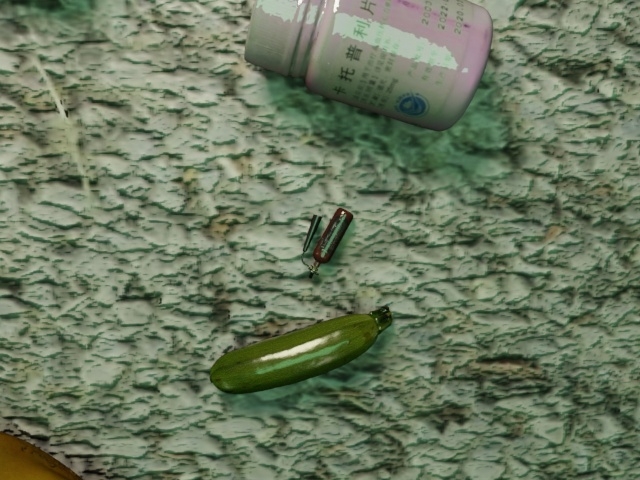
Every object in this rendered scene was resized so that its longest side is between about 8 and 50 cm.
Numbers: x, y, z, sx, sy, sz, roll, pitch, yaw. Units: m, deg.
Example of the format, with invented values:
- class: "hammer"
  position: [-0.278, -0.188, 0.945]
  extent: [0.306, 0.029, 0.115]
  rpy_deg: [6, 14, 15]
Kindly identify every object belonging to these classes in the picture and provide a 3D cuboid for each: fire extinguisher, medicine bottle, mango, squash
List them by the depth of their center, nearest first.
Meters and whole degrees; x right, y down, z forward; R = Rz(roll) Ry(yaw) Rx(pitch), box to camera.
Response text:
- class: "medicine bottle"
  position: [0.051, -0.228, 0.674]
  extent: [0.255, 0.152, 0.151]
  rpy_deg: [15, 97, -7]
- class: "mango"
  position: [-0.368, 0.324, 0.718]
  extent: [0.249, 0.151, 0.156]
  rpy_deg: [44, 127, -13]
- class: "fire extinguisher"
  position: [0.000, 0.000, 0.763]
  extent: [0.046, 0.032, 0.100]
  rpy_deg: [30, 89, -19]
- class: "squash"
  position: [-0.021, 0.146, 0.765]
  extent: [0.252, 0.066, 0.066]
  rpy_deg: [-18, 100, -2]
